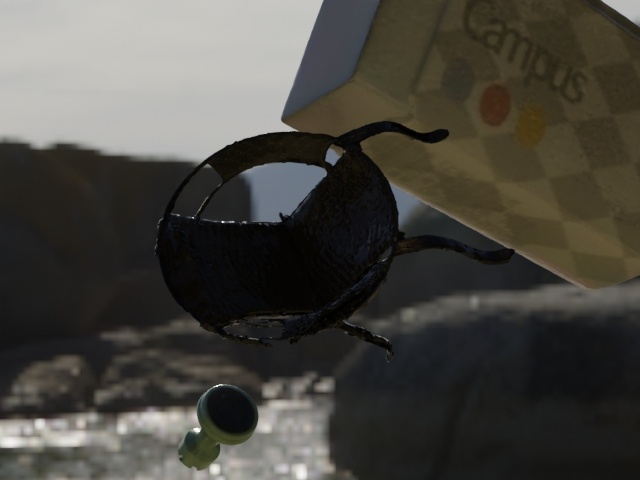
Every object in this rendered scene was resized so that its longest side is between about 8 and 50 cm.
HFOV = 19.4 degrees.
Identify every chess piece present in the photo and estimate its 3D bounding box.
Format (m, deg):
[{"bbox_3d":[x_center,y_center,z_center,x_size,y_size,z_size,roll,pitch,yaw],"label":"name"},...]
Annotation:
[{"bbox_3d":[-0.115,0.205,2.004,0.067,0.067,0.103,1,-32,-31],"label":"chess piece"}]

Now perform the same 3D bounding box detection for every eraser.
[{"bbox_3d":[0.161,-0.115,1.558,0.397,0.213,0.082,27,-10,-38],"label":"eraser"}]

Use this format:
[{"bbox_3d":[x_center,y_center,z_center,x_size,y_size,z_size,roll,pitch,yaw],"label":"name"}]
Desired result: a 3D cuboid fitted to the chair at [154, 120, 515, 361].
[{"bbox_3d":[0.000,0.000,1.372,0.213,0.174,0.149,4,-41,-40],"label":"chair"}]
